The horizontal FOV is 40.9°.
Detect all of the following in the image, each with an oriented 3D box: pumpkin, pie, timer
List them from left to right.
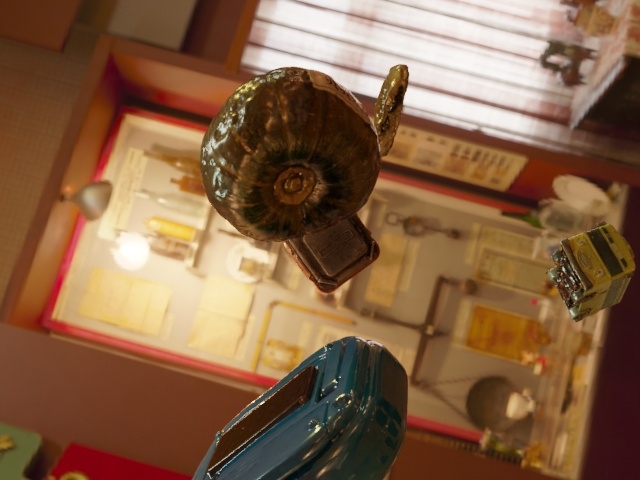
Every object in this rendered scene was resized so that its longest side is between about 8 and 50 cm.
[{"bbox_3d":[-0.049,-0.123,1.199,0.189,0.260,0.260,-113,28,-46],"label":"pumpkin"},{"bbox_3d":[-0.042,0.270,1.073,0.340,0.115,0.309,-41,8,17],"label":"timer"},{"bbox_3d":[0.151,-0.292,1.922,0.185,0.052,0.218,-82,6,-66],"label":"pie"}]

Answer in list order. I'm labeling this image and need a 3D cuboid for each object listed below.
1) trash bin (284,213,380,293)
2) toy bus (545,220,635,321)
[{"bbox_3d":[0.000,0.000,1.829,0.161,0.184,0.239,-36,5,-11],"label":"trash bin"},{"bbox_3d":[0.393,0.047,1.245,0.175,0.101,0.088,62,-174,-67],"label":"toy bus"}]
